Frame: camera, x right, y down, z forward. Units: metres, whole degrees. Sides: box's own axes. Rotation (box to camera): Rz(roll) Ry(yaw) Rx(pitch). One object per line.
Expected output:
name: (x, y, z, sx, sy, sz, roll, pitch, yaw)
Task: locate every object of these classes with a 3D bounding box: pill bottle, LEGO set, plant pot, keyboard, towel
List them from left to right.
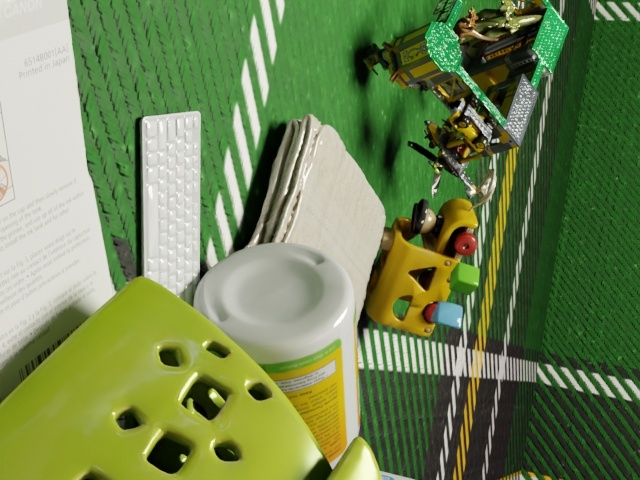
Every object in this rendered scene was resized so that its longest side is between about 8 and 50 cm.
plant pot: (-0.096, 0.200, 0.548, 0.228, 0.207, 0.227, -50, 163, -41)
keyboard: (-0.124, 0.023, 0.755, 0.072, 0.014, 0.256, -25, 120, -62)
pill bottle: (-0.033, 0.135, 0.833, 0.136, 0.136, 0.245, -56, 151, -44)
towel: (0.000, 0.000, 0.986, 0.282, 0.049, 0.187, 50, 53, -61)
LEGO set: (0.162, -0.238, 1.183, 0.255, 0.192, 0.331, 36, 57, -31)

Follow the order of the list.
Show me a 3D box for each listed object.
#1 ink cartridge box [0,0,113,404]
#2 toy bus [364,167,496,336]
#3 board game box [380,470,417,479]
ink cartridge box: (-0.226, 0.019, 0.460, 0.296, 0.066, 0.261, -44, 137, -55)
toy bus: (0.123, 0.015, 1.134, 0.191, 0.104, 0.202, 126, -21, -67)
board game box: (0.113, 0.430, 1.120, 0.336, 0.254, 0.079, -39, 132, -57)
